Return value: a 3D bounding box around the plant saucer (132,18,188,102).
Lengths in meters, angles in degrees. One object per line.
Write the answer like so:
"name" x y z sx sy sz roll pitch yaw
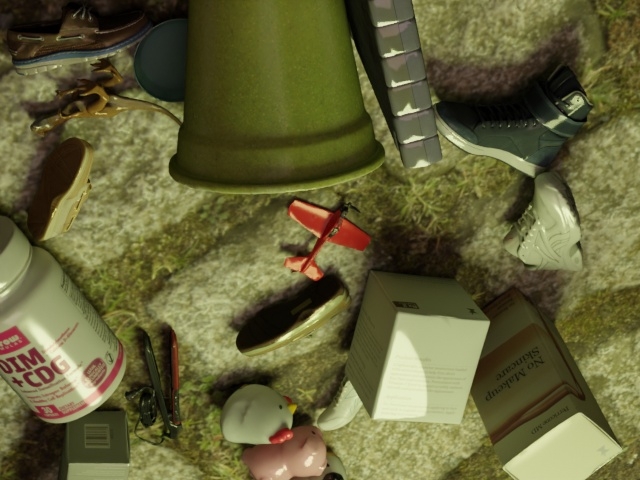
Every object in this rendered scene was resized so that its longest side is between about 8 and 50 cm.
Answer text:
"plant saucer" -0.188 -0.238 1.617 0.119 0.021 0.119 -12 126 -16

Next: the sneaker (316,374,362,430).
"sneaker" 0.049 0.246 2.006 0.152 0.054 0.061 -40 119 5

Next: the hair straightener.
"hair straightener" -0.263 0.236 1.929 0.089 0.047 0.230 -6 130 -10

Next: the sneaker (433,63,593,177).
"sneaker" 0.273 -0.187 1.724 0.226 0.086 0.163 15 130 -34

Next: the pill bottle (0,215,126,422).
"pill bottle" -0.406 0.110 1.726 0.160 0.160 0.283 -27 126 6

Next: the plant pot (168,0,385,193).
"plant pot" -0.062 -0.218 1.534 0.276 0.276 0.254 -6 110 -10

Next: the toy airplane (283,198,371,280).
"toy airplane" 0.000 0.000 1.832 0.151 0.028 0.151 -7 126 -10

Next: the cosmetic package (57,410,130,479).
"cosmetic package" -0.365 0.396 1.958 0.107 0.127 0.238 2 125 -15

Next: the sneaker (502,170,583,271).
"sneaker" 0.328 -0.014 1.846 0.115 0.090 0.232 -14 143 7

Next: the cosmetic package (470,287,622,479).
"cosmetic package" 0.322 0.233 1.906 0.153 0.296 0.129 -40 125 14

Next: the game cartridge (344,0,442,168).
"game cartridge" 0.068 -0.271 1.457 0.068 0.355 0.230 -12 127 -2

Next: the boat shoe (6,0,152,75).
"boat shoe" -0.303 -0.262 1.551 0.183 0.066 0.066 -18 122 -4

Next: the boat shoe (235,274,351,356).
"boat shoe" -0.036 0.130 1.894 0.190 0.068 0.072 -29 138 6

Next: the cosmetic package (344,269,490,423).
"cosmetic package" 0.143 0.162 1.885 0.151 0.151 0.183 7 111 -19

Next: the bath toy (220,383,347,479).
"bath toy" -0.040 0.367 2.018 0.151 0.129 0.348 -45 131 -24

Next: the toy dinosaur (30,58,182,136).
"toy dinosaur" -0.276 -0.182 1.629 0.211 0.064 0.112 -4 147 -3

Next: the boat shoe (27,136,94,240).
"boat shoe" -0.343 -0.072 1.682 0.059 0.063 0.170 -10 143 -49
